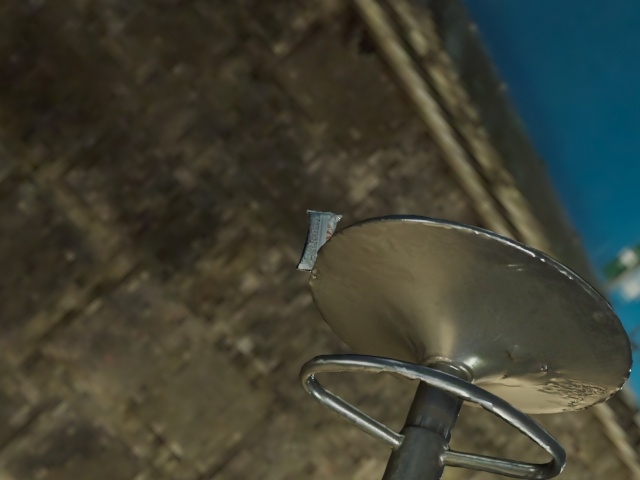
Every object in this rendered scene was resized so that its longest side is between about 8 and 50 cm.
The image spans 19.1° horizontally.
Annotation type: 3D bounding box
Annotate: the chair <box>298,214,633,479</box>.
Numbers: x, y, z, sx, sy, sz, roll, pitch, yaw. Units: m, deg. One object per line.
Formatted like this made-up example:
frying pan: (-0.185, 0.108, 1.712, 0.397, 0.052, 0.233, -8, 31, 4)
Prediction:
chair: (0.033, 0.208, 1.153, 0.226, 0.401, 0.226, 17, -30, 10)

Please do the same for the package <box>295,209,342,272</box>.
package: (0.000, 0.000, 1.759, 0.037, 0.015, 0.110, 10, 33, -1)
